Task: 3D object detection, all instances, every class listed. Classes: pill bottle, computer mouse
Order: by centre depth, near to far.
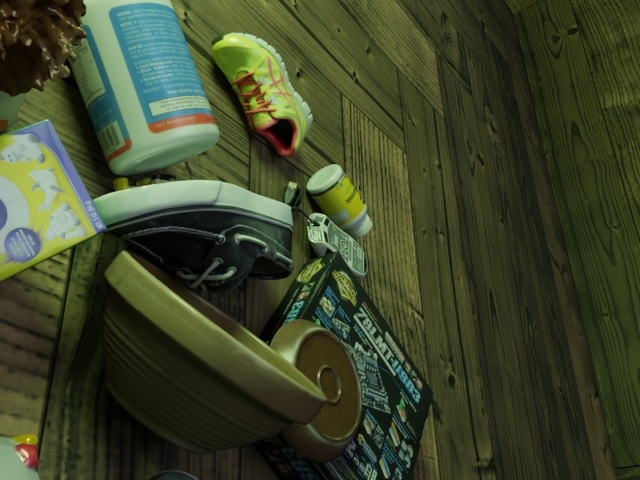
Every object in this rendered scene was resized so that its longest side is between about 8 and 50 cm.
[{"bbox_3d":[-0.200,-0.191,0.709,0.124,0.124,0.222,-20,91,-60],"label":"pill bottle"},{"bbox_3d":[0.000,0.000,1.000,0.193,0.042,0.106,42,33,-30],"label":"computer mouse"},{"bbox_3d":[0.034,-0.059,1.063,0.116,0.065,0.065,53,34,-27],"label":"pill bottle"}]

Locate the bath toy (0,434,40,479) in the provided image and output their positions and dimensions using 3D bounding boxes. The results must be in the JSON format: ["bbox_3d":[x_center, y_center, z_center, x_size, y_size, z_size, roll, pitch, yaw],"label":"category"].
[{"bbox_3d":[-0.294,0.072,0.411,0.348,0.151,0.129,59,0,-20],"label":"bath toy"}]

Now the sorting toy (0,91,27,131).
[{"bbox_3d":[-0.292,-0.136,0.577,0.083,0.075,0.045,55,33,-23],"label":"sorting toy"}]

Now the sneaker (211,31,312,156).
[{"bbox_3d":[-0.081,-0.203,0.950,0.208,0.081,0.094,45,40,-36],"label":"sneaker"}]

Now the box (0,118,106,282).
[{"bbox_3d":[-0.272,-0.014,0.514,0.179,0.043,0.105,-32,102,-31],"label":"box"}]

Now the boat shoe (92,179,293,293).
[{"bbox_3d":[-0.115,0.005,0.708,0.301,0.108,0.102,11,68,-67],"label":"boat shoe"}]

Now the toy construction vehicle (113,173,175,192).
[{"bbox_3d":[-0.183,-0.028,0.736,0.098,0.035,0.086,-6,84,-61],"label":"toy construction vehicle"}]

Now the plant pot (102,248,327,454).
[{"bbox_3d":[-0.118,0.120,0.620,0.237,0.237,0.110,42,80,-38],"label":"plant pot"}]

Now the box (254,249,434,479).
[{"bbox_3d":[0.032,0.211,0.894,0.296,0.073,0.293,56,33,-19],"label":"box"}]

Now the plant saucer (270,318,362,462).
[{"bbox_3d":[0.002,0.171,0.781,0.168,0.029,0.169,35,44,-42],"label":"plant saucer"}]

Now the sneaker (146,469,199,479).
[{"bbox_3d":[-0.163,0.264,0.460,0.296,0.123,0.179,-71,165,-46],"label":"sneaker"}]

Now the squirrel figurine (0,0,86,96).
[{"bbox_3d":[-0.286,-0.260,0.356,0.397,0.370,0.281,41,41,-35],"label":"squirrel figurine"}]
